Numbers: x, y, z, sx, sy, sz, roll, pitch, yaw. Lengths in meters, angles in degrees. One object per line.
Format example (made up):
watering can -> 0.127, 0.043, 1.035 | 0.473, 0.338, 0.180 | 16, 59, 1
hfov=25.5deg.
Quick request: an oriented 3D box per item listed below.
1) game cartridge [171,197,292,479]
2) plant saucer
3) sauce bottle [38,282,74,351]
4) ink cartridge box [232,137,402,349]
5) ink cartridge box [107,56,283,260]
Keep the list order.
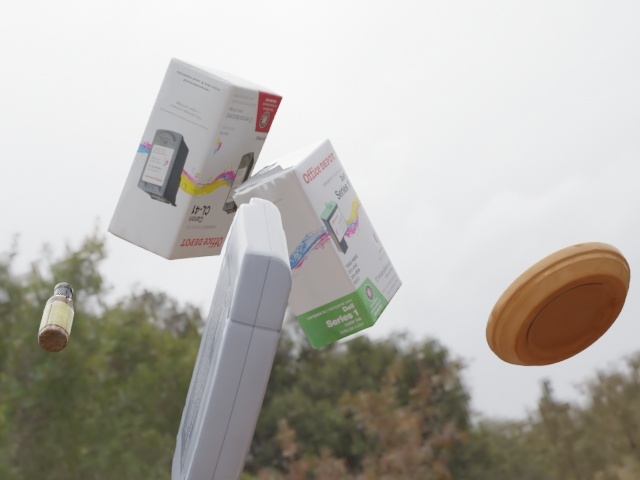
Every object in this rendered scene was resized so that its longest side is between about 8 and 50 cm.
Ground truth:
game cartridge -> -0.086, 0.125, 1.334 | 0.060, 0.294, 0.196 | 14, 18, -5
plant saucer -> 0.297, 0.087, 1.725 | 0.200, 0.037, 0.200 | -18, -42, -17
sauce bottle -> -0.352, 0.101, 1.903 | 0.042, 0.042, 0.128 | -24, 28, 13
ink cartridge box -> 0.000, 0.000, 2.232 | 0.117, 0.278, 0.201 | -24, 10, 23
ink cartridge box -> -0.205, -0.131, 2.344 | 0.306, 0.131, 0.226 | -70, -18, 8
